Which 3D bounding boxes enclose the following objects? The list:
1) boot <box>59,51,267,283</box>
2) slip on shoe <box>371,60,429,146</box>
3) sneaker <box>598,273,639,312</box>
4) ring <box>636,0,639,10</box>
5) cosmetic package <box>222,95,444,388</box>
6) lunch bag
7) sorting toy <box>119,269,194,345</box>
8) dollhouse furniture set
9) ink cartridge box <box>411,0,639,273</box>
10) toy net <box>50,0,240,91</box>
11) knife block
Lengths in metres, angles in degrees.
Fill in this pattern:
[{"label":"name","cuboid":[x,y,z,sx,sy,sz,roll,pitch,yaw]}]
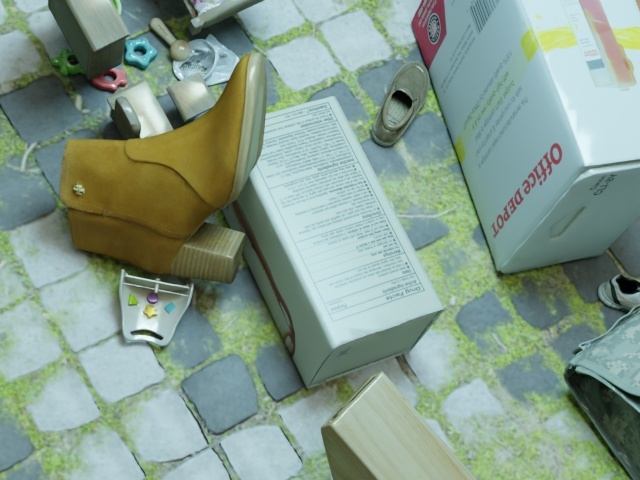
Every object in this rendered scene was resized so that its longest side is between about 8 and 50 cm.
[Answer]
[{"label":"boot","cuboid":[-0.177,-0.089,1.630,0.211,0.295,0.104,15,31,5]},{"label":"slip on shoe","cuboid":[0.105,-0.180,1.898,0.051,0.041,0.135,31,60,2]},{"label":"sneaker","cuboid":[0.399,0.075,1.845,0.109,0.044,0.040,20,58,-6]},{"label":"ring","cuboid":[0.447,-0.430,2.126,0.336,0.032,0.336,6,62,-11]},{"label":"cosmetic package","cuboid":[0.000,0.000,1.728,0.153,0.129,0.296,-16,68,-24]},{"label":"lunch bag","cuboid":[0.454,0.183,1.736,0.235,0.169,0.287,-32,70,-24]},{"label":"sorting toy","cuboid":[-0.192,0.080,1.687,0.083,0.045,0.075,12,68,-9]},{"label":"dollhouse furniture set","cuboid":[-0.129,-0.313,1.746,0.355,0.174,0.303,-28,89,-11]},{"label":"ink cartridge box","cuboid":[0.270,-0.191,1.814,0.160,0.279,0.385,-8,66,-19]},{"label":"toy net","cuboid":[-0.207,-0.234,1.840,0.232,0.045,0.122,14,60,-8]},{"label":"knife block","cuboid":[0.133,0.292,1.556,0.242,0.276,0.088,25,54,33]}]
